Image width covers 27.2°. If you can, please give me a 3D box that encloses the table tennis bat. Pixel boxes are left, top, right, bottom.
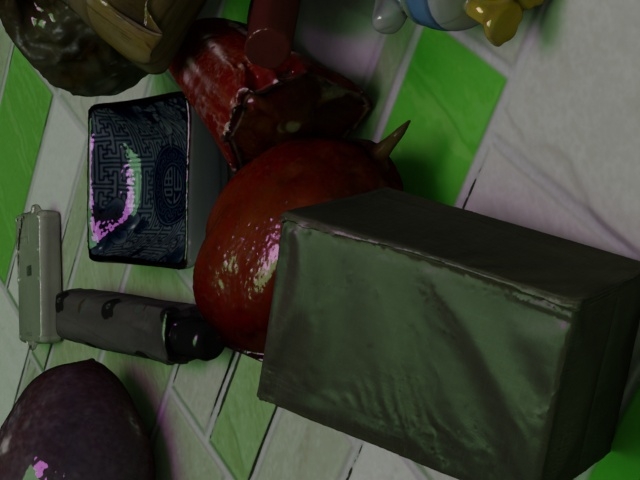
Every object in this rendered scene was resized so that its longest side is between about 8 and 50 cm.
[{"bbox_3d":[-0.029,-0.258,1.159,0.310,0.038,0.200,-83,16,-45],"label":"table tennis bat"}]

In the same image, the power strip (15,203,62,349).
[{"bbox_3d":[-0.377,0.049,1.766,0.081,0.035,0.192,-6,85,55],"label":"power strip"}]

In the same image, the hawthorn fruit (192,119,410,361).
[{"bbox_3d":[0.000,0.000,1.127,0.251,0.189,0.189,-57,46,25],"label":"hawthorn fruit"}]

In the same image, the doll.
[{"bbox_3d":[0.083,-0.237,1.074,0.241,0.098,0.135,40,121,50],"label":"doll"}]

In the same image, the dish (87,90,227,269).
[{"bbox_3d":[-0.170,-0.063,1.440,0.243,0.080,0.182,3,92,56],"label":"dish"}]

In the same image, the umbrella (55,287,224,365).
[{"bbox_3d":[-0.211,0.097,1.508,0.337,0.067,0.073,3,106,54],"label":"umbrella"}]

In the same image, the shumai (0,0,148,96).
[{"bbox_3d":[-0.178,-0.326,1.374,0.288,0.292,0.330,-7,87,19],"label":"shumai"}]

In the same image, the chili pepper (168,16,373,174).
[{"bbox_3d":[-0.066,-0.157,1.252,0.253,0.144,0.136,49,166,48],"label":"chili pepper"}]

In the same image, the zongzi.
[{"bbox_3d":[-0.181,-0.310,1.225,0.256,0.115,0.228,36,91,19],"label":"zongzi"}]

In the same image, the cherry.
[{"bbox_3d":[-0.288,0.266,1.521,0.213,0.183,0.266,-14,63,45],"label":"cherry"}]

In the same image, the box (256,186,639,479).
[{"bbox_3d":[0.096,0.066,0.956,0.231,0.155,0.149,18,108,29],"label":"box"}]
